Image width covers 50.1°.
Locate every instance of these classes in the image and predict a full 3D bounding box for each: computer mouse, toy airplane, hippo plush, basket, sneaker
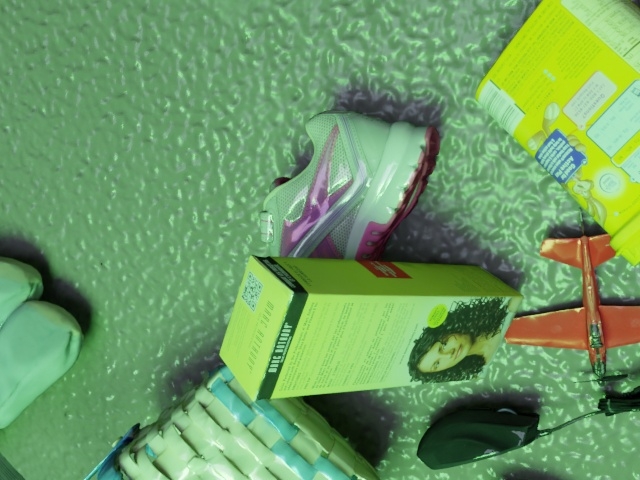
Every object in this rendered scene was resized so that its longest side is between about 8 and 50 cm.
[{"bbox_3d":[0.190,0.143,0.571,0.242,0.071,0.041,-22,75,18],"label":"computer mouse"},{"bbox_3d":[0.222,0.050,0.555,0.151,0.028,0.151,5,106,17],"label":"toy airplane"},{"bbox_3d":[-0.374,0.163,0.705,0.294,0.234,0.236,57,143,13],"label":"hippo plush"},{"bbox_3d":[-0.094,0.266,0.599,0.255,0.201,0.289,43,81,3],"label":"basket"},{"bbox_3d":[0.000,0.000,0.580,0.111,0.103,0.252,29,104,13],"label":"sneaker"}]

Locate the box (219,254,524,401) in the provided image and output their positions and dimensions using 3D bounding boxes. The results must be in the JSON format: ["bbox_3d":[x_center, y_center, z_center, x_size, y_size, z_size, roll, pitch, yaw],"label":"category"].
[{"bbox_3d":[0.047,0.062,0.513,0.058,0.232,0.087,42,120,47],"label":"box"}]

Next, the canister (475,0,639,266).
[{"bbox_3d":[0.203,-0.086,0.471,0.170,0.073,0.126,51,132,19],"label":"canister"}]
